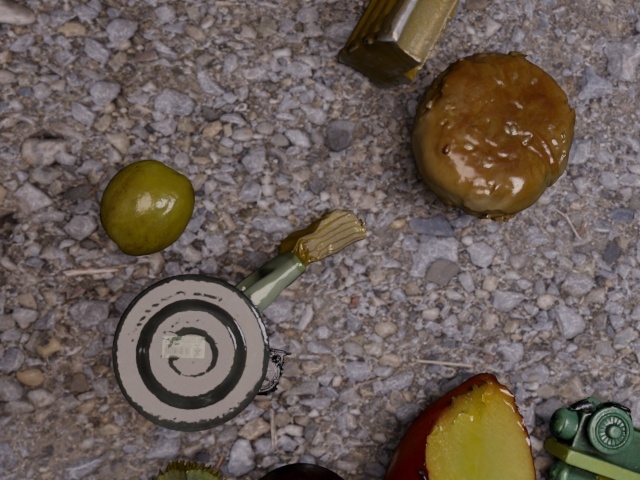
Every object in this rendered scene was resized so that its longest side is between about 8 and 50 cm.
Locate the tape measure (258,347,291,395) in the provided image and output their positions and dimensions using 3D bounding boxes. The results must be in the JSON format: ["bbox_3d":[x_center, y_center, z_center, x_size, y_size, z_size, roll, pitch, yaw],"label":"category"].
[{"bbox_3d":[-0.107,0.220,1.676,0.091,0.054,0.094,25,75,-7],"label":"tape measure"}]

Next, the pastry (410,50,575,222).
[{"bbox_3d":[0.297,-0.179,1.723,0.284,0.184,0.316,34,68,0],"label":"pastry"}]

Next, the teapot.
[{"bbox_3d":[-0.196,0.133,1.571,0.239,0.239,0.322,24,86,-10],"label":"teapot"}]

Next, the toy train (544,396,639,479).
[{"bbox_3d":[0.566,0.430,1.761,0.368,0.150,0.237,20,88,-8],"label":"toy train"}]

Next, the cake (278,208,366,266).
[{"bbox_3d":[-0.002,-0.004,1.689,0.184,0.116,0.080,-20,88,-8],"label":"cake"}]

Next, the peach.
[{"bbox_3d":[0.222,0.399,1.648,0.257,0.201,0.362,31,51,-19],"label":"peach"}]

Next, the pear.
[{"bbox_3d":[-0.291,-0.054,1.613,0.149,0.149,0.162,40,80,-6],"label":"pear"}]

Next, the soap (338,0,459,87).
[{"bbox_3d":[0.166,-0.423,1.681,0.143,0.259,0.281,33,82,-14],"label":"soap"}]

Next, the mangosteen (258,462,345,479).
[{"bbox_3d":[0.004,0.483,1.571,0.289,0.231,0.232,4,83,31],"label":"mangosteen"}]

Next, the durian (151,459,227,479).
[{"bbox_3d":[-0.237,0.494,1.573,0.172,0.166,0.306,33,90,-5],"label":"durian"}]
